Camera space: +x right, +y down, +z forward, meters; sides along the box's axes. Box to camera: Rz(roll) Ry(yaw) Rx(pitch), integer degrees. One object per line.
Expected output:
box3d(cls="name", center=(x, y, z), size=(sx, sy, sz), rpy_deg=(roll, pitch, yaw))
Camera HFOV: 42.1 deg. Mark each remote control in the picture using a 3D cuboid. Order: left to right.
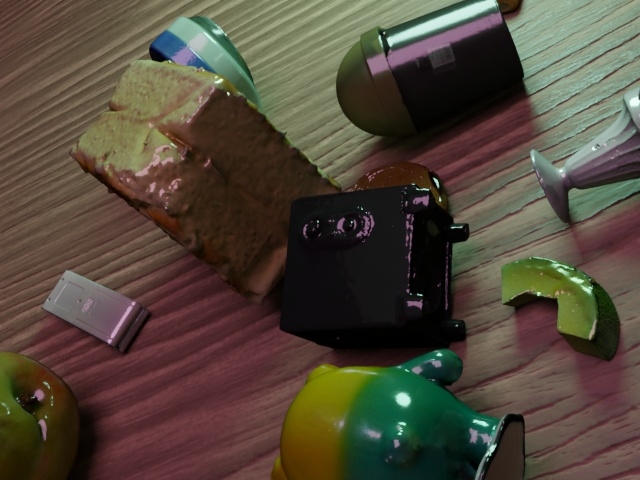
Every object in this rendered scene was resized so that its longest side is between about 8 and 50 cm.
box3d(cls="remote control", center=(-0.483, 0.148, 1.769), size=(0.277, 0.055, 0.103), rpy_deg=(17, 69, 41))

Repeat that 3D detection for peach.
box3d(cls="peach", center=(-0.613, 0.375, 1.539), size=(0.316, 0.281, 0.314), rpy_deg=(-32, 52, 23))

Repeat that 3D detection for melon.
box3d(cls="melon", center=(0.356, 0.088, 1.248), size=(0.209, 0.064, 0.118), rpy_deg=(22, 78, 44))

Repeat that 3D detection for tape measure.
box3d(cls="tape measure", center=(-0.258, -0.372, 1.862), size=(0.138, 0.262, 0.259), rpy_deg=(-41, 45, -12))

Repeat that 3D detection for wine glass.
box3d(cls="wine glass", center=(0.439, -0.122, 1.277), size=(0.197, 0.165, 0.164), rpy_deg=(-27, 48, 21))

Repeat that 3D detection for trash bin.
box3d(cls="trash bin", center=(0.189, -0.318, 1.547), size=(0.334, 0.214, 0.214), rpy_deg=(-23, 49, 12))

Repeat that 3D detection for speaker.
box3d(cls="speaker", center=(0.088, 0.053, 1.337), size=(0.254, 0.184, 0.232), rpy_deg=(-5, 71, 31))

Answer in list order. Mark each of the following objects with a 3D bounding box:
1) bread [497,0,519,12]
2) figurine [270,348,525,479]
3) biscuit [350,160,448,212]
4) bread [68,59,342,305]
box3d(cls="bread", center=(0.372, -0.507, 1.667), size=(0.062, 0.049, 0.103), rpy_deg=(2, 62, 35))
box3d(cls="figurine", center=(0.094, 0.295, 1.159), size=(0.340, 0.231, 0.323), rpy_deg=(8, 69, 31))
box3d(cls="biscuit", center=(0.131, -0.048, 1.505), size=(0.226, 0.042, 0.225), rpy_deg=(-17, 53, 24))
box3d(cls="bread", center=(-0.214, -0.122, 1.542), size=(0.279, 0.371, 0.390), rpy_deg=(-52, 38, -7))
